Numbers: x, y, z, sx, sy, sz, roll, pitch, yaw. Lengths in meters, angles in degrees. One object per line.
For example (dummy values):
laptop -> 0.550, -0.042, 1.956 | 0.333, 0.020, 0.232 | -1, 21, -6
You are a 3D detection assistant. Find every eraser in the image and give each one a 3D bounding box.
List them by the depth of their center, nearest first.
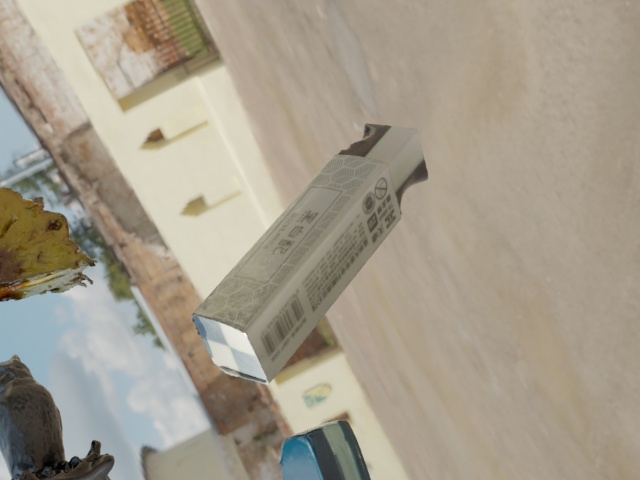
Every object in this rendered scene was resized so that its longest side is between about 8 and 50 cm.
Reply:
eraser -> 0.000, 0.000, 1.154 | 0.096, 0.404, 0.098 | 11, 136, 34

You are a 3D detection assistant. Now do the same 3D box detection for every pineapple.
pineapple -> -0.347, -0.006, 0.897 | 0.079, 0.233, 0.135 | -50, 51, 51

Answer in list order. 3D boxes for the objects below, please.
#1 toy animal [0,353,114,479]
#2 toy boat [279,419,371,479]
toy animal -> -0.333, 0.231, 1.058 | 0.210, 0.121, 0.117 | 49, 134, 34
toy boat -> 0.024, 0.339, 0.931 | 0.096, 0.062, 0.299 | -30, 69, 45
